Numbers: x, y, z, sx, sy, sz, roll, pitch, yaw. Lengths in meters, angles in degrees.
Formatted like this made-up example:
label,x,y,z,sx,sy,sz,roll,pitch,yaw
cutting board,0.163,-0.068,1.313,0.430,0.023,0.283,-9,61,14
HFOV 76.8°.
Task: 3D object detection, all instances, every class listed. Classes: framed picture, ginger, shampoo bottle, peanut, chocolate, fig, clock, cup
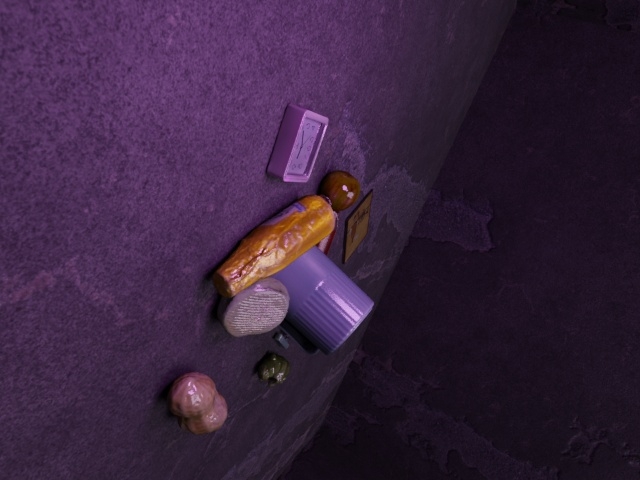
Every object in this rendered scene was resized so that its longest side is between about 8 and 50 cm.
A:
label,x,y,z,sx,sy,sz,roll,pitch,yaw
framed picture,0.186,-0.065,2.031,0.255,0.014,0.339,-49,156,-33
ginger,-0.200,0.575,1.787,0.137,0.089,0.290,-47,157,-16
shampoo bottle,0.000,0.000,1.572,0.102,0.064,0.261,11,107,-35
peanut,-0.368,0.489,1.212,0.149,0.149,0.314,-48,155,-34
chocolate,-0.123,0.013,1.179,0.445,0.162,0.162,-40,150,-43
fig,0.062,-0.154,1.438,0.147,0.142,0.187,-2,106,-37
clock,-0.061,-0.264,1.123,0.150,0.063,0.198,-13,127,-63
cup,-0.028,0.225,1.381,0.331,0.311,0.257,-50,171,6

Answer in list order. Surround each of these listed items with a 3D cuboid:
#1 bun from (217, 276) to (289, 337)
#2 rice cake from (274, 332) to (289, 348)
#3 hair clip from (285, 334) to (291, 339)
label,x,y,z,sx,sy,sz,roll,pitch,yaw
bun,-0.207,0.189,1.215,0.221,0.108,0.222,-18,131,-22
rice cake,-0.168,0.439,1.775,0.042,0.030,0.180,-62,162,-21
hair clip,-0.084,0.396,1.862,0.292,0.084,0.107,-6,115,-60
